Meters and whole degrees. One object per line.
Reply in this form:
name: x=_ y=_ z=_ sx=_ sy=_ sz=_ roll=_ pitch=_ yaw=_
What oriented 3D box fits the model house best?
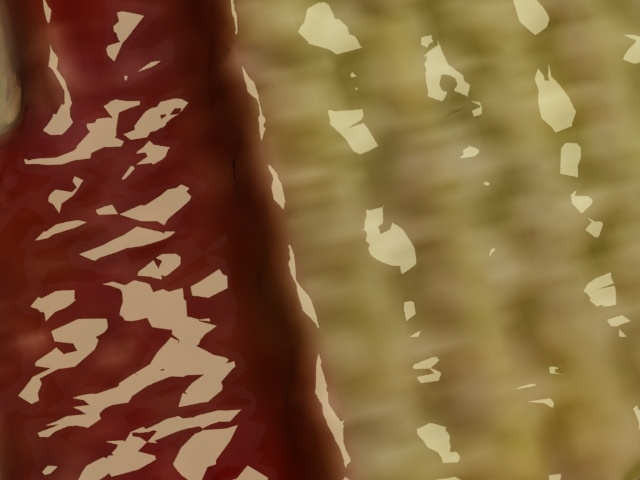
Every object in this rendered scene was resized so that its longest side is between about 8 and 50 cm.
model house: x=0.000 y=0.000 z=0.465 sx=0.254 sy=0.160 sz=0.196 roll=-15 pitch=69 yaw=12
